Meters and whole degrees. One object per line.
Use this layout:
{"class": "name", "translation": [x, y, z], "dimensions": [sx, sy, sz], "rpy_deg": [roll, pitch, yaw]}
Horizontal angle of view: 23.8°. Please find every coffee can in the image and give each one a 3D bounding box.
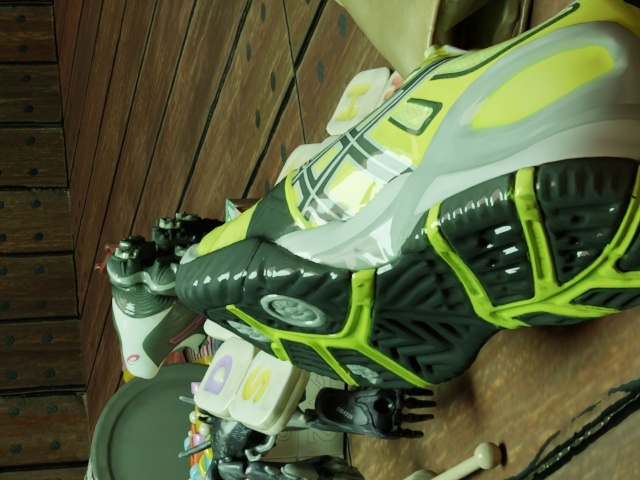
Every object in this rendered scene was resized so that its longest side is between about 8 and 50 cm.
{"class": "coffee can", "translation": [-0.160, 0.276, 1.656], "dimensions": [0.275, 0.201, 0.202], "rpy_deg": [116, 148, -61]}

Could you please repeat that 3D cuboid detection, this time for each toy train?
{"class": "toy train", "translation": [-0.089, 0.196, 1.346], "dimensions": [0.166, 0.046, 0.125], "rpy_deg": [-117, 28, -64]}

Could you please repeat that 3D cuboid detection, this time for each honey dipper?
{"class": "honey dipper", "translation": [0.088, 0.163, 1.054], "dimensions": [0.161, 0.030, 0.030], "rpy_deg": [126, 139, -64]}

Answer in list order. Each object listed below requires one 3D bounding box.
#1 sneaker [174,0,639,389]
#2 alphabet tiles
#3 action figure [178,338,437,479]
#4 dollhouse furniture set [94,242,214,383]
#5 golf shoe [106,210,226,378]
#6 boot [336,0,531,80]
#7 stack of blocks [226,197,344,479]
{"class": "sneaker", "translation": [0.061, -0.019, 0.843], "dimensions": [0.384, 0.145, 0.147], "rpy_deg": [-18, 48, 48]}
{"class": "alphabet tiles", "translation": [0.000, 0.000, 1.078], "dimensions": [0.284, 0.021, 0.278], "rpy_deg": [-64, 22, -9]}
{"class": "action figure", "translation": [-0.004, 0.126, 1.140], "dimensions": [0.275, 0.141, 0.164], "rpy_deg": [-27, 51, 56]}
{"class": "dollhouse furniture set", "translation": [-0.209, 0.144, 1.908], "dimensions": [0.374, 0.152, 0.201], "rpy_deg": [131, 135, -68]}
{"class": "golf shoe", "translation": [-0.133, 0.043, 1.505], "dimensions": [0.273, 0.105, 0.120], "rpy_deg": [-29, -53, -64]}
{"class": "boot", "translation": [0.064, -0.235, 1.001], "dimensions": [0.269, 0.089, 0.236], "rpy_deg": [-129, 40, -59]}
{"class": "stack of blocks", "translation": [-0.040, 0.113, 1.405], "dimensions": [0.171, 0.087, 0.297], "rpy_deg": [-141, 50, -70]}
